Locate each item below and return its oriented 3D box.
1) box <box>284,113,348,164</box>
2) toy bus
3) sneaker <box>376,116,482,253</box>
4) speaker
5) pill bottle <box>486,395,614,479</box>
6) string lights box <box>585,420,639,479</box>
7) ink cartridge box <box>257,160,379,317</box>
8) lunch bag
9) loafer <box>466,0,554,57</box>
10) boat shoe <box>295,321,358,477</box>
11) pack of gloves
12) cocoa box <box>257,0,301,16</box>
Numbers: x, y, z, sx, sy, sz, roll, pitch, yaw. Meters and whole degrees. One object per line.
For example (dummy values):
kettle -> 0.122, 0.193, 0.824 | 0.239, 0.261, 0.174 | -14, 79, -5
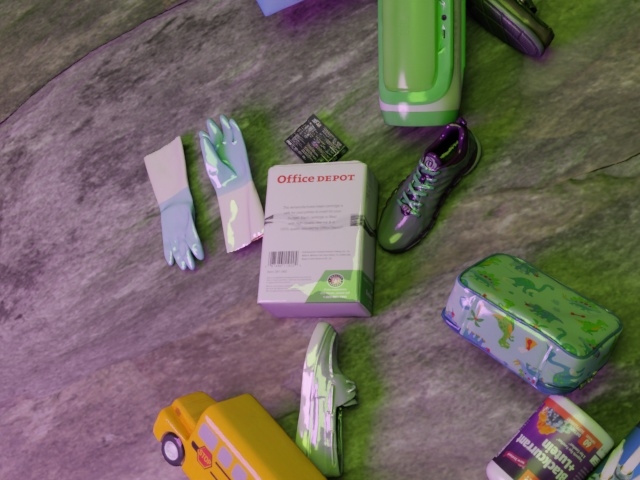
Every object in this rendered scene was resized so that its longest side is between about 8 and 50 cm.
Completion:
box -> -0.007, -0.151, 1.960 | 0.067, 0.018, 0.083 | -44, 65, 0
toy bus -> -0.092, 0.333, 1.741 | 0.333, 0.108, 0.130 | 45, 125, 28
sneaker -> 0.149, -0.087, 1.844 | 0.083, 0.098, 0.223 | 34, 85, 25
speaker -> 0.149, -0.322, 1.851 | 0.131, 0.131, 0.296 | 3, 100, 19
pill bottle -> 0.292, 0.307, 1.660 | 0.108, 0.108, 0.193 | 41, 88, 25
string lights box -> 0.415, 0.336, 1.595 | 0.259, 0.077, 0.133 | -47, 25, -2
ink cartridge box -> 0.000, 0.000, 1.866 | 0.160, 0.092, 0.219 | -1, 72, 17
lunch bag -> 0.293, 0.110, 1.696 | 0.219, 0.176, 0.090 | 32, 123, 22
loafer -> 0.255, -0.400, 1.915 | 0.095, 0.109, 0.302 | -45, 62, -5
boat shoe -> 0.016, 0.233, 1.798 | 0.081, 0.079, 0.227 | 4, 79, 12
pack of gloves -> -0.196, -0.079, 1.957 | 0.195, 0.046, 0.232 | -27, 65, 25
cocoa box -> 0.011, -0.556, 1.939 | 0.347, 0.231, 0.228 | -22, 40, 10
